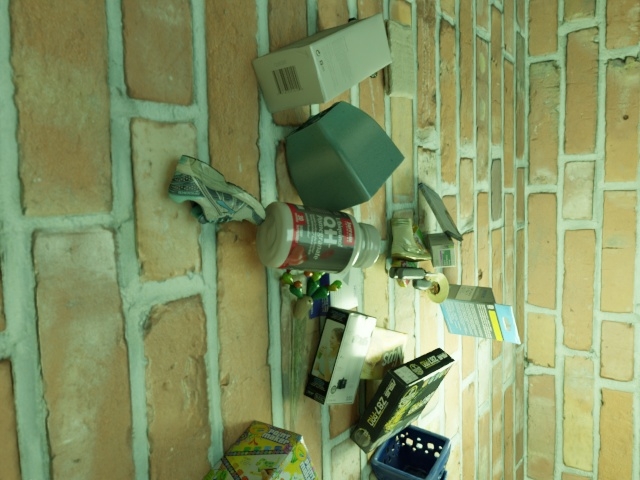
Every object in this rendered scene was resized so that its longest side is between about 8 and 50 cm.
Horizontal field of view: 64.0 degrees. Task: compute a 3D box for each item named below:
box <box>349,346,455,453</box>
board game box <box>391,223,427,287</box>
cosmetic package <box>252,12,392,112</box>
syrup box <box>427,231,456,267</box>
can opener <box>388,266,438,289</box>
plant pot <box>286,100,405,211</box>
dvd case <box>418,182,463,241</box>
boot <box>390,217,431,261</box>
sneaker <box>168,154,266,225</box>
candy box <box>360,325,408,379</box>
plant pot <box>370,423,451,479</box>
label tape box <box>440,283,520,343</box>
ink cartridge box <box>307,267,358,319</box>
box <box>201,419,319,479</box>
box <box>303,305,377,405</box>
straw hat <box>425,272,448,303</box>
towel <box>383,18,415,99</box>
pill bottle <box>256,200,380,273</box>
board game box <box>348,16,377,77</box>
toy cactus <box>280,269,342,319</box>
[{"bbox_3d":[0.306,0.571,1.870,0.395,0.097,0.318,-3,126,-53],"label":"box"},{"bbox_3d":[0.368,0.057,2.087,0.259,0.039,0.124,-56,132,-38],"label":"board game box"},{"bbox_3d":[0.017,-0.509,1.456,0.385,0.217,0.156,-40,122,-41],"label":"cosmetic package"},{"bbox_3d":[0.500,0.036,2.124,0.237,0.096,0.093,-63,146,-76],"label":"syrup box"},{"bbox_3d":[0.365,0.151,1.999,0.283,0.076,0.095,4,89,-50],"label":"can opener"},{"bbox_3d":[0.045,-0.251,1.496,0.252,0.247,0.248,56,48,-16],"label":"plant pot"},{"bbox_3d":[0.508,-0.118,2.157,0.180,0.022,0.253,19,42,-51],"label":"dvd case"},{"bbox_3d":[0.351,-0.002,1.994,0.213,0.077,0.165,10,71,-40],"label":"boot"},{"bbox_3d":[-0.252,-0.090,1.236,0.283,0.110,0.122,34,83,-45],"label":"sneaker"},{"bbox_3d":[0.197,0.400,1.830,0.316,0.087,0.183,24,74,-52],"label":"candy box"},{"bbox_3d":[0.353,0.868,1.950,0.236,0.236,0.212,-39,129,-45],"label":"plant pot"},{"bbox_3d":[0.728,0.327,2.320,0.106,0.333,0.241,-52,130,-38],"label":"label tape box"},{"bbox_3d":[0.043,0.127,1.652,0.224,0.045,0.223,-13,102,-51],"label":"ink cartridge box"},{"bbox_3d":[-0.147,0.686,1.322,0.279,0.177,0.290,-40,122,-44],"label":"box"},{"bbox_3d":[0.066,0.364,1.623,0.169,0.087,0.290,18,87,-51],"label":"box"},{"bbox_3d":[0.484,0.205,2.221,0.144,0.061,0.145,3,84,-36],"label":"straw hat"},{"bbox_3d":[0.295,-0.684,1.947,0.187,0.049,0.282,-14,104,-50],"label":"towel"},{"bbox_3d":[0.000,0.000,1.405,0.318,0.176,0.176,7,86,-31],"label":"pill bottle"},{"bbox_3d":[0.148,-0.662,1.771,0.186,0.026,0.126,20,75,-51],"label":"board game box"},{"bbox_3d":[-0.040,0.143,1.513,0.219,0.112,0.181,9,108,-48],"label":"toy cactus"}]
